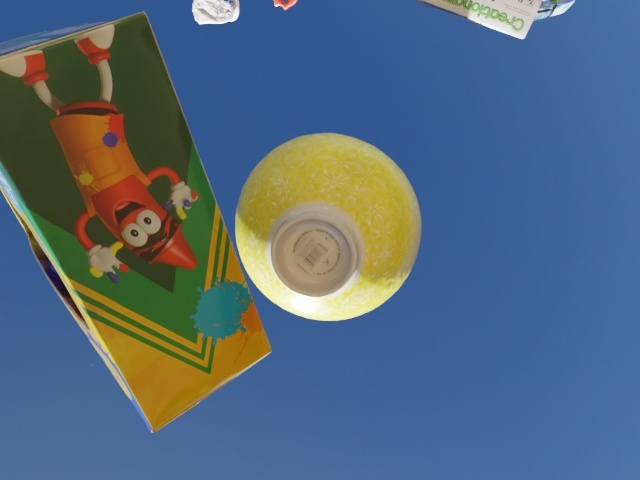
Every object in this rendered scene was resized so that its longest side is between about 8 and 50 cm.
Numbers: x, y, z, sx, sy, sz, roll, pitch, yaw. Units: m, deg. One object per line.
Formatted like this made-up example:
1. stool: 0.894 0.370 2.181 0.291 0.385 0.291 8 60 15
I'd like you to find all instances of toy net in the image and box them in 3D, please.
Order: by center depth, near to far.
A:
1. toy net: -0.115 -0.431 0.910 0.122 0.232 0.045 52 -149 -22

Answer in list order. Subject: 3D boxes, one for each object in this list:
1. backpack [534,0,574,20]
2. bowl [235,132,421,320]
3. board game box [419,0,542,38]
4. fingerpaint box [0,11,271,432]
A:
1. backpack: 0.398 -0.450 0.947 0.114 0.084 0.105 -12 -100 -6
2. bowl: 0.000 0.000 0.765 0.289 0.156 0.290 3 -73 8
3. board game box: 0.160 -0.339 0.718 0.192 0.053 0.305 19 -154 -2
4. fingerpaint box: -0.283 -0.050 0.648 0.163 0.444 0.371 -31 -57 -25
